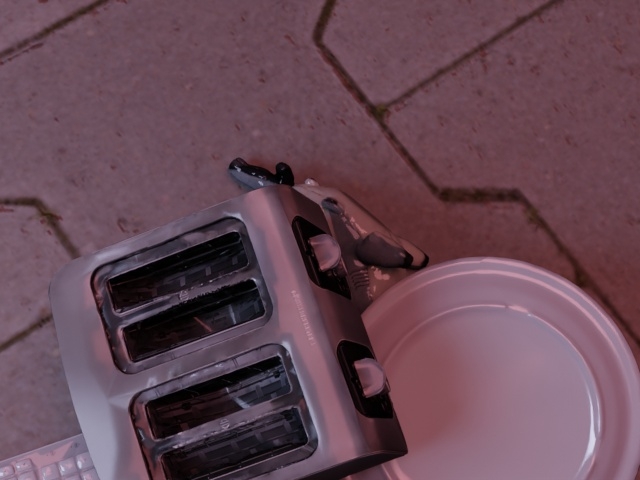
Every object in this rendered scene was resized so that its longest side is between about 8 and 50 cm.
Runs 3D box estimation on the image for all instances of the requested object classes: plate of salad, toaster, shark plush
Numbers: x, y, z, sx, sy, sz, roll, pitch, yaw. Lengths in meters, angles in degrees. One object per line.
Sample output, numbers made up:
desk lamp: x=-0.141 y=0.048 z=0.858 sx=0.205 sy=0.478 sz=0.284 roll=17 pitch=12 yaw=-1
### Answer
plate of salad: x=0.103 y=0.110 z=0.763 sx=0.200 sy=0.048 sz=0.200 roll=0 pitch=89 yaw=5
toaster: x=-0.060 y=0.073 z=0.706 sx=0.185 sy=0.110 sz=0.168 roll=-20 pitch=76 yaw=5
shark plush: x=0.000 y=0.000 z=0.799 sx=0.161 sy=0.073 sz=0.067 roll=39 pitch=99 yaw=0

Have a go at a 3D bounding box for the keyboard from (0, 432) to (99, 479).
keyboard: x=-0.236 y=0.184 z=0.705 sx=0.256 sy=0.014 sz=0.072 roll=-18 pitch=73 yaw=-16
